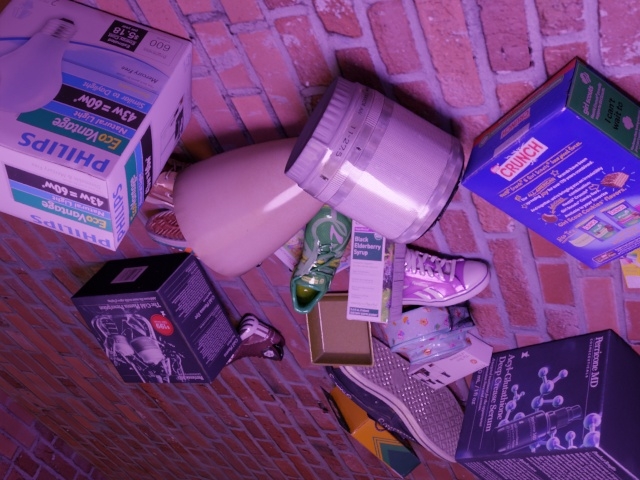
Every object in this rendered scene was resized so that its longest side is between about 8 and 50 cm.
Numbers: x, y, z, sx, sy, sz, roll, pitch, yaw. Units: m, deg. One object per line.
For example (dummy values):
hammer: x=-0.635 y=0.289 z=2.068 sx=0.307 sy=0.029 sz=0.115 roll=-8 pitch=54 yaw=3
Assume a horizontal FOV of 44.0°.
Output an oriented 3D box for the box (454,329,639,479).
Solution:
box: x=0.553 y=0.419 z=1.874 sx=0.212 sy=0.294 sz=0.395 roll=40 pitch=141 yaw=-25

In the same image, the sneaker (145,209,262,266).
sneaker: x=-0.277 y=0.010 z=1.918 sx=0.301 sy=0.108 sz=0.121 roll=10 pitch=140 yaw=14

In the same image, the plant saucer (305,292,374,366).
plant saucer: x=0.055 y=0.223 z=2.021 sx=0.188 sy=0.045 sz=0.189 roll=-3 pitch=96 yaw=31

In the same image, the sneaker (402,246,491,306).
sneaker: x=0.217 y=0.061 z=1.722 sx=0.281 sy=0.102 sz=0.161 roll=-9 pitch=131 yaw=23

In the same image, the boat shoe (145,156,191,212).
boat shoe: x=-0.312 y=-0.131 z=1.752 sx=0.324 sy=0.123 sz=0.116 roll=33 pitch=137 yaw=-28

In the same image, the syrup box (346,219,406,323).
syrup box: x=0.119 y=0.047 z=1.647 sx=0.093 sy=0.237 sz=0.096 roll=4 pitch=-178 yaw=24

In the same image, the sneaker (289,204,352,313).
sneaker: x=0.002 y=0.045 z=1.715 sx=0.109 sy=0.124 sz=0.296 roll=11 pitch=130 yaw=-6

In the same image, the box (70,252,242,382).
box: x=-0.444 y=0.218 z=2.163 sx=0.343 sy=0.179 sz=0.313 roll=-7 pitch=121 yaw=34

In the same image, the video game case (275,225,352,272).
video game case: x=0.000 y=0.000 z=1.773 sx=0.212 sy=0.023 sz=0.193 roll=-30 pitch=124 yaw=24

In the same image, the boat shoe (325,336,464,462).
boat shoe: x=0.214 y=0.435 z=2.182 sx=0.500 sy=0.187 sz=0.156 roll=39 pitch=144 yaw=-14

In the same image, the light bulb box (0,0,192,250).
light bulb box: x=-0.468 y=-0.229 z=1.471 sx=0.357 sy=0.361 sz=0.225 roll=19 pitch=146 yaw=3

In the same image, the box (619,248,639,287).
box: x=0.627 y=0.024 z=1.519 sx=0.105 sy=0.043 sz=0.179 roll=-2 pitch=142 yaw=30

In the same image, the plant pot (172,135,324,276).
plant pot: x=-0.112 y=-0.096 z=1.602 sx=0.274 sy=0.257 sz=0.256 roll=-27 pitch=125 yaw=28

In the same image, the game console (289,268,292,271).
game console: x=-0.055 y=0.000 z=1.872 sx=0.124 sy=0.085 sz=0.144 roll=-9 pitch=147 yaw=-11

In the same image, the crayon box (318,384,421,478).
crayon box: x=0.147 y=0.540 z=2.339 sx=0.083 sy=0.203 sz=0.323 roll=-42 pitch=122 yaw=4

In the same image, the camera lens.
camera lens: x=0.101 y=-0.138 z=1.418 sx=0.274 sy=0.220 sz=0.219 roll=28 pitch=145 yaw=-10

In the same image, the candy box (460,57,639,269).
candy box: x=0.450 y=-0.115 z=1.353 sx=0.317 sy=0.122 sz=0.268 roll=30 pitch=146 yaw=-15

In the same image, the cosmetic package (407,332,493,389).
cosmetic package: x=0.332 y=0.314 z=2.053 sx=0.098 sy=0.061 sz=0.239 roll=29 pitch=145 yaw=-13

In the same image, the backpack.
backpack: x=0.243 y=0.209 z=1.823 sx=0.188 sy=0.145 sz=0.165 roll=2 pitch=160 yaw=-36

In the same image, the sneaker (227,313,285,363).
sneaker: x=-0.197 y=0.327 z=2.316 sx=0.162 sy=0.107 sz=0.281 roll=26 pitch=145 yaw=-12
